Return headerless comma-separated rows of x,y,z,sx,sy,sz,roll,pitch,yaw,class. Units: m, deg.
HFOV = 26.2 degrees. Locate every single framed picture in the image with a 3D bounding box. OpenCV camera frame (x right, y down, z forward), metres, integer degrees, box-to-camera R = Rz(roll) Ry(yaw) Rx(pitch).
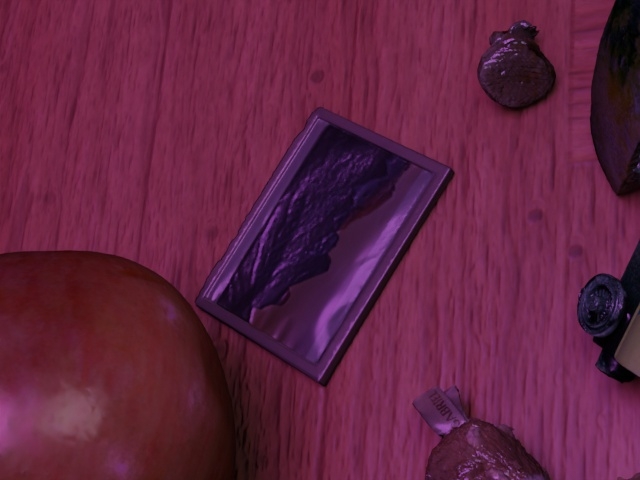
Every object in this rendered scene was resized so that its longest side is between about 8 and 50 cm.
0.000,0.000,1.478,0.192,0.018,0.265,27,83,32,framed picture

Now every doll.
0.154,0.224,1.262,0.221,0.105,0.115,46,118,25,doll

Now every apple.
-0.268,0.196,1.321,0.391,0.391,0.346,-22,42,15,apple

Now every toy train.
0.330,0.021,1.212,0.253,0.105,0.157,-65,27,7,toy train

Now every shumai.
0.198,-0.187,1.442,0.083,0.082,0.080,-5,26,-8,shumai

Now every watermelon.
0.369,-0.174,1.281,0.232,0.310,0.193,-30,52,-33,watermelon

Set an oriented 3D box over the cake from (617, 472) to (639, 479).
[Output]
0.185,0.361,1.041,0.307,0.293,0.314,-22,81,15,cake
